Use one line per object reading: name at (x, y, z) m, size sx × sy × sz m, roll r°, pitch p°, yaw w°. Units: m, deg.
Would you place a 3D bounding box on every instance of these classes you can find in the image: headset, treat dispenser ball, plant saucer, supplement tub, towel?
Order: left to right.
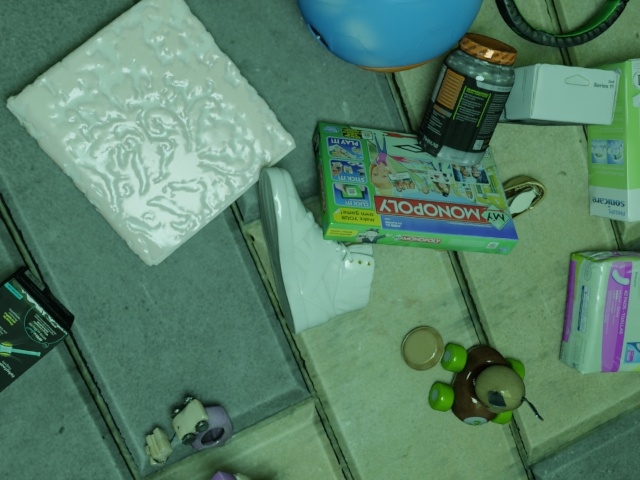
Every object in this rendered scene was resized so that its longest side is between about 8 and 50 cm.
towel at (-0.255, -0.179, 1.105) m, size 0.317 × 0.053 × 0.332 m, roll -40°, pitch 106°, yaw -7°
treat dispenser ball at (0.102, -0.397, 1.042) m, size 0.288 × 0.288 × 0.288 m, roll -2°, pitch 98°, yaw -14°
plant saucer at (0.186, 0.198, 1.291) m, size 0.083 × 0.015 × 0.083 m, roll -2°, pitch 98°, yaw -13°
supplement tub at (0.237, -0.225, 1.125) m, size 0.117 × 0.117 × 0.190 m, roll 9°, pitch 121°, yaw -15°
headset at (0.440, -0.537, 1.210) m, size 0.243 × 0.185 × 0.394 m, roll 14°, pitch 109°, yaw -12°

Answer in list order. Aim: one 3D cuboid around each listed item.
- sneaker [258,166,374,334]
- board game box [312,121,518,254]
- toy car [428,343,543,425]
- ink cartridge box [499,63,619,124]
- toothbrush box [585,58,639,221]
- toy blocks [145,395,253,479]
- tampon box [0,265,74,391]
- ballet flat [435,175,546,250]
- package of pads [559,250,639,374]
sneaker at (0.000, 0.000, 1.171) m, size 0.169 × 0.108 × 0.293 m, roll -17°, pitch 114°, yaw -13°
board game box at (0.152, -0.085, 1.159) m, size 0.317 × 0.046 × 0.214 m, roll 5°, pitch 53°, yaw -15°
toy car at (0.308, 0.277, 1.243) m, size 0.155 × 0.188 × 0.149 m, roll 16°, pitch 94°, yaw -16°
ink cartridge box at (0.367, -0.238, 1.173) m, size 0.153 × 0.208 × 0.087 m, roll 2°, pitch 98°, yaw -14°
toothbrush box at (0.612, -0.190, 1.288) m, size 0.206 × 0.122 × 0.283 m, roll -9°, pitch 99°, yaw -13°
toy blocks at (-0.170, 0.486, 1.165) m, size 0.288 × 0.309 × 0.260 m, roll -44°, pitch 139°, yaw 7°
tampon box at (-0.480, 0.141, 1.068) m, size 0.161 × 0.101 × 0.120 m, roll -40°, pitch 105°, yaw -5°
ballet flat at (0.299, -0.050, 1.254) m, size 0.232 × 0.073 × 0.080 m, roll -31°, pitch 106°, yaw -8°
package of pads at (0.616, 0.130, 1.347) m, size 0.296 × 0.101 × 0.229 m, roll 1°, pitch 99°, yaw -15°
